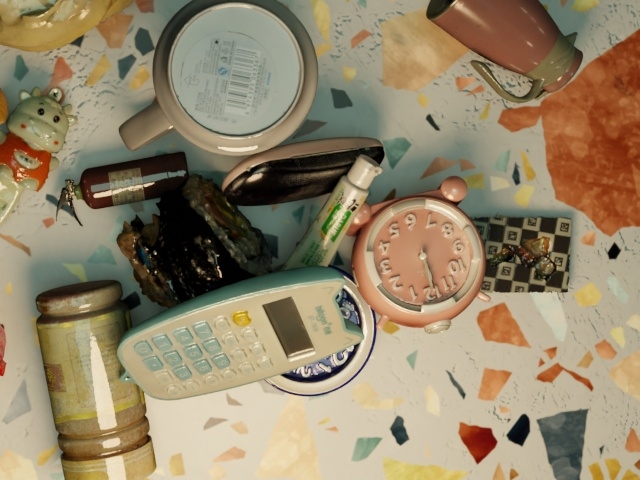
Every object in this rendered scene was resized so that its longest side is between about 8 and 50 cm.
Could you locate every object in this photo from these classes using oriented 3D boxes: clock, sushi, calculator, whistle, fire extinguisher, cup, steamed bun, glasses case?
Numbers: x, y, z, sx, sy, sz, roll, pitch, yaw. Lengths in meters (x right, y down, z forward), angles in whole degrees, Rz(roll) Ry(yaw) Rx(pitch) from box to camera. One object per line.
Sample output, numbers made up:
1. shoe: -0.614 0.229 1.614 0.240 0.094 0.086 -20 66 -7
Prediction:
1. clock: 0.164 0.040 1.798 0.227 0.142 0.241 -15 76 -7
2. sushi: 0.348 0.025 1.915 0.201 0.031 0.139 1 95 -13
3. calculator: -0.134 0.154 1.685 0.386 0.256 0.054 -20 54 0
4. whistle: -0.482 -0.135 1.725 0.102 0.106 0.253 29 90 6
5. fire extinguisher: -0.330 -0.081 1.773 0.231 0.071 0.099 -13 118 -8
6. cup: -0.169 -0.232 1.649 0.323 0.327 0.236 -29 98 -1
7. steamed bun: -0.430 -0.456 1.636 0.325 0.230 0.372 41 86 -10
8. glasses case: -0.023 -0.113 1.736 0.314 0.122 0.075 -12 74 -41
9. sushi: -0.212 0.031 1.723 0.219 0.225 0.238 -28 81 20
10. clock: -0.023 0.149 1.840 0.231 0.083 0.230 -1 95 -12

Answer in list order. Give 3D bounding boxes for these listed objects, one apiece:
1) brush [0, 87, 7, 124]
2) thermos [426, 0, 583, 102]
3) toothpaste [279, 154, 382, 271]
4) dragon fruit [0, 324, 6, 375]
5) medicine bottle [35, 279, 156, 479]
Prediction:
1. brush: -0.631 -0.233 1.661 0.267 0.174 0.166 -11 88 -13
2. thermos: 0.318 -0.348 1.821 0.265 0.146 0.176 36 82 -17
3. toothpaste: 0.000 0.000 1.743 0.058 0.056 0.314 41 109 31
4. dragon fruit: -0.640 0.188 1.655 0.291 0.250 0.269 -24 84 25
5. medicine bottle: -0.369 0.235 1.751 0.151 0.151 0.322 -10 97 -9
